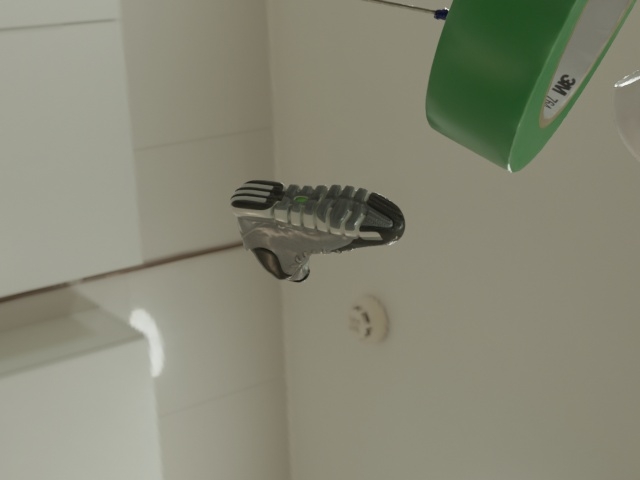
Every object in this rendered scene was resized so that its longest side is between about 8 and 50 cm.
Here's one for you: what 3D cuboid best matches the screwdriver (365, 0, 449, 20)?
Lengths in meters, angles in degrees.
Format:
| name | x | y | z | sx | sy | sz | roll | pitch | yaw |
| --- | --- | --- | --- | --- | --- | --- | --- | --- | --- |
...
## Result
| name | x | y | z | sx | sy | sz | roll | pitch | yaw |
| --- | --- | --- | --- | --- | --- | --- | --- | --- | --- |
| screwdriver | 0.095 | -0.216 | 0.978 | 0.024 | 0.169 | 0.025 | 152 | -57 | -82 |

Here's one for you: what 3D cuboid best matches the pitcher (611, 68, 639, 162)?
| name | x | y | z | sx | sy | sz | roll | pitch | yaw |
| --- | --- | --- | --- | --- | --- | --- | --- | --- | --- |
| pitcher | 0.522 | -0.161 | 1.495 | 0.125 | 0.177 | 0.207 | -15 | -73 | 57 |

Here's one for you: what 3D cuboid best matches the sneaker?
| name | x | y | z | sx | sy | sz | roll | pitch | yaw |
| --- | --- | --- | --- | --- | --- | --- | --- | --- | --- |
| sneaker | 0.000 | 0.000 | 1.310 | 0.228 | 0.086 | 0.132 | 11 | -50 | 20 |

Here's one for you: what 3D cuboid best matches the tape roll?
| name | x | y | z | sx | sy | sz | roll | pitch | yaw |
| --- | --- | --- | --- | --- | --- | --- | --- | --- | --- |
| tape roll | 0.193 | -0.208 | 0.774 | 0.077 | 0.321 | 0.321 | 31 | -50 | 15 |
